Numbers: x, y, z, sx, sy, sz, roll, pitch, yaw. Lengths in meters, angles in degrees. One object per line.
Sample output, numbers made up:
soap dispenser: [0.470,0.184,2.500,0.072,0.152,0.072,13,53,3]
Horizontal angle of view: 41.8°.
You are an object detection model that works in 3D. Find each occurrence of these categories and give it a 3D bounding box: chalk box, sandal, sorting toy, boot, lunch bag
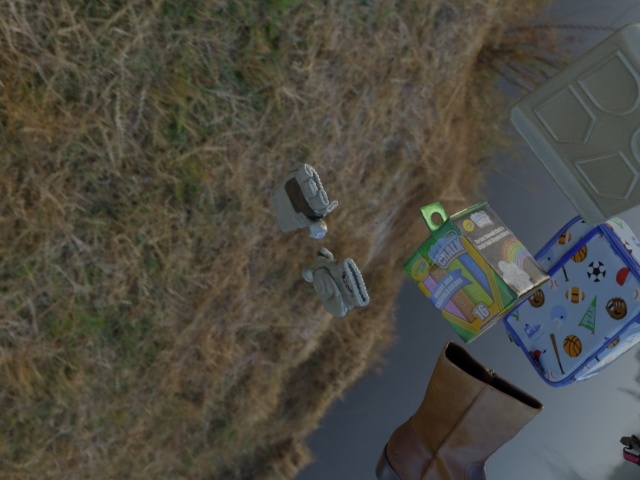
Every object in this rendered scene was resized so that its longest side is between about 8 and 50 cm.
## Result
chalk box: [0.233,0.032,1.347,0.132,0.213,0.132,-20,156,-49]
sandal: [0.491,0.329,1.280,0.040,0.067,0.179,-57,165,-5]
sorting toy: [0.419,-0.109,1.110,0.041,0.307,0.229,-39,-178,-39]
boot: [0.230,0.297,1.138,0.096,0.264,0.280,-29,152,-47]
lunch bag: [0.461,0.108,1.516,0.115,0.243,0.303,0,141,-41]

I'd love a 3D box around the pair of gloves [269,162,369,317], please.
pair of gloves: [0.000,0.000,1.282,0.042,0.240,0.204,-22,173,-21]
